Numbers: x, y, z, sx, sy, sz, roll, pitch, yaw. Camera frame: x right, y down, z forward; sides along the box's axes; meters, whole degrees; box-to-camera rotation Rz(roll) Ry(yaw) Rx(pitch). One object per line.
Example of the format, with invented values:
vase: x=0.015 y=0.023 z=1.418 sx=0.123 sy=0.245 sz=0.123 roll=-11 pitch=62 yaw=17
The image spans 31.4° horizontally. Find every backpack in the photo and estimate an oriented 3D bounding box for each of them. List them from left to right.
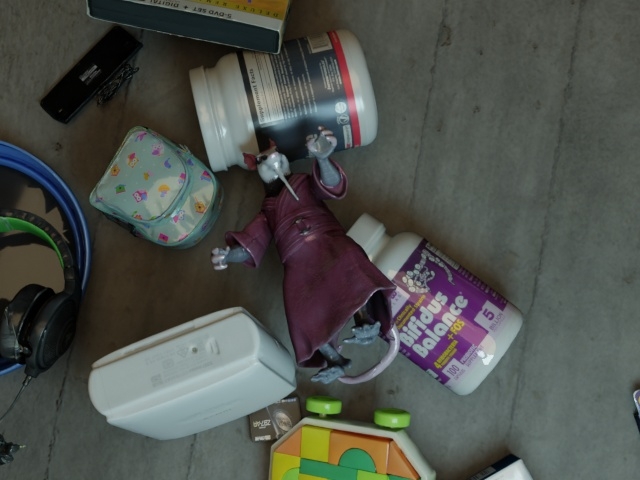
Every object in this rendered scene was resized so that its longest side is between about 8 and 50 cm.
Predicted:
backpack: x=-0.254 y=-0.077 z=1.817 sx=0.188 sy=0.144 sz=0.166 roll=32 pitch=83 yaw=2

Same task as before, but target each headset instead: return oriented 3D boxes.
headset: x=-0.483 y=0.134 z=1.691 sx=0.243 sy=0.185 sz=0.394 roll=-7 pitch=72 yaw=-1

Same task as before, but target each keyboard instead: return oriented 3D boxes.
keyboard: x=-0.372 y=-0.265 z=1.903 sx=0.192 sy=0.038 sz=0.100 roll=-47 pitch=62 yaw=-5

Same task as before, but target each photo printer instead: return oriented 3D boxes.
photo printer: x=-0.175 y=0.208 z=1.697 sx=0.256 sy=0.307 sz=0.107 roll=-21 pitch=72 yaw=4

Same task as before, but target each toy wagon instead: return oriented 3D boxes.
toy wagon: x=0.080 y=0.387 z=1.732 sx=0.344 sy=0.068 sz=0.267 roll=6 pitch=93 yaw=27

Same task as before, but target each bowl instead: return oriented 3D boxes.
bowl: x=-0.562 y=0.031 z=1.835 sx=0.391 sy=0.077 sz=0.391 roll=0 pitch=83 yaw=-1

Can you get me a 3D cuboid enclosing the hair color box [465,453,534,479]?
hair color box: x=0.317 y=0.527 z=1.763 sx=0.174 sy=0.105 sz=0.347 roll=-29 pitch=84 yaw=-1

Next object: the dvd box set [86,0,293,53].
dvd box set: x=-0.172 y=-0.500 z=1.831 sx=0.307 sy=0.062 sz=0.420 roll=12 pitch=58 yaw=2

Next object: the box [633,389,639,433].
box: x=0.592 y=0.333 z=1.826 sx=0.136 sy=0.036 sz=0.225 roll=-15 pitch=84 yaw=-3

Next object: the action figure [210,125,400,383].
action figure: x=0.000 y=0.000 z=1.668 sx=0.248 sy=0.275 sz=0.370 roll=-33 pitch=63 yaw=19

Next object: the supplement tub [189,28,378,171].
supplement tub: x=-0.057 y=-0.219 z=1.813 sx=0.272 sy=0.191 sz=0.191 roll=-13 pitch=83 yaw=-2

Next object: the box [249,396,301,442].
box: x=-0.072 y=0.288 z=1.835 sx=0.083 sy=0.018 sz=0.067 roll=-5 pitch=82 yaw=-1

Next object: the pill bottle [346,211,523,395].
pill bottle: x=0.153 y=0.093 z=1.787 sx=0.301 sy=0.169 sz=0.169 roll=36 pitch=84 yaw=4
